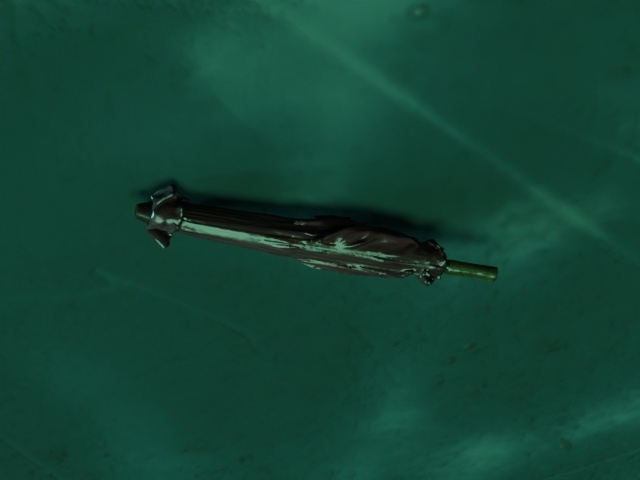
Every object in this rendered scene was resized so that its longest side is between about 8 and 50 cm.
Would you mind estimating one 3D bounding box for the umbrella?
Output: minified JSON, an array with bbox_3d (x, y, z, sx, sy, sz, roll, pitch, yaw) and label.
[{"bbox_3d":[0.000,0.000,0.614,0.165,0.025,0.027,10,159,-14],"label":"umbrella"}]
